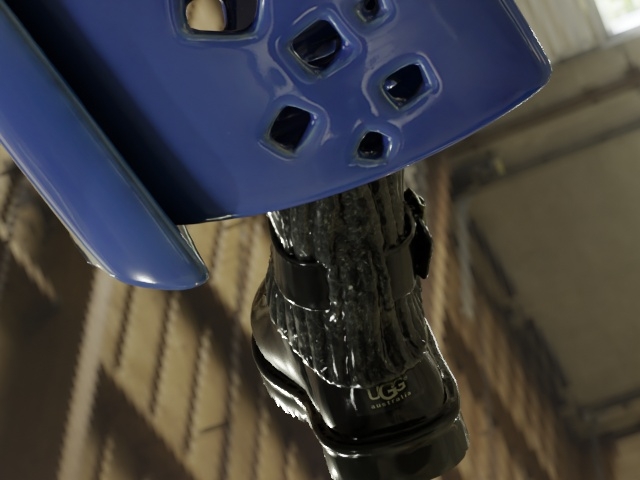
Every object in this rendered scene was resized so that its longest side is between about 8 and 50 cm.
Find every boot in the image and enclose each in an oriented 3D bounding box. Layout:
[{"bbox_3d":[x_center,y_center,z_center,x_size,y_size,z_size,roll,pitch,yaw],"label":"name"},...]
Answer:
[{"bbox_3d":[0.004,-0.001,1.269,0.348,0.131,0.260,-137,28,-69],"label":"boot"}]

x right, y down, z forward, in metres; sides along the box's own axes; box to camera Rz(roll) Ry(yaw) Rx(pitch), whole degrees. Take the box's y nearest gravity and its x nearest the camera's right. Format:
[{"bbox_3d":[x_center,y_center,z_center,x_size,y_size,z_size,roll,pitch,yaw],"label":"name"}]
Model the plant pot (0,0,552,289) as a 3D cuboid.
[{"bbox_3d":[-0.068,-0.127,0.808,0.236,0.212,0.236,55,180,-23],"label":"plant pot"}]
